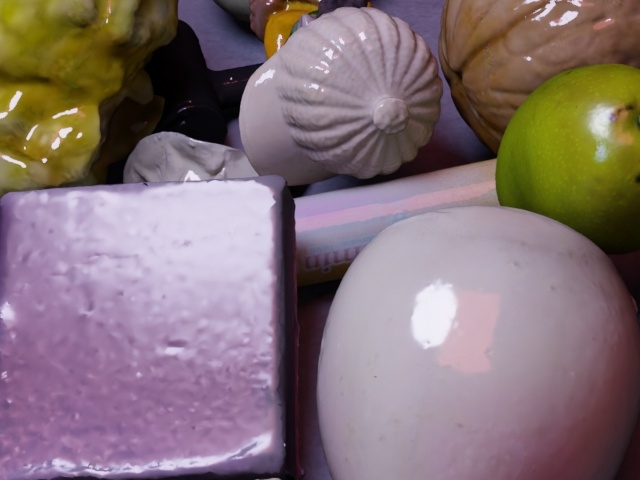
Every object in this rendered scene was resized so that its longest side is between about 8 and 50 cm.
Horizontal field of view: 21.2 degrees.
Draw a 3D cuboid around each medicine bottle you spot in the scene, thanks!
[{"bbox_3d":[0.000,0.000,1.744,0.426,0.108,0.108,-10,44,-3],"label":"medicine bottle"}]

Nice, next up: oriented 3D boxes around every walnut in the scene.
[{"bbox_3d":[0.283,-0.213,1.776,0.313,0.277,0.252,-16,46,-9],"label":"walnut"}]

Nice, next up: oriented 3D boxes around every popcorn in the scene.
[{"bbox_3d":[-0.299,-0.201,1.810,0.294,0.334,0.292,9,9,14],"label":"popcorn"}]

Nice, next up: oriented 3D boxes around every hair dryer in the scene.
[{"bbox_3d":[-0.087,-0.183,1.973,0.251,0.089,0.197,-9,41,-11],"label":"hair dryer"}]

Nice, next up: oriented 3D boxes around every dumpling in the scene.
[{"bbox_3d":[-0.121,-0.065,1.805,0.169,0.134,0.100,29,56,30],"label":"dumpling"}]

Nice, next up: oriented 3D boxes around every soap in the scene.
[{"bbox_3d":[-0.161,0.093,1.592,0.285,0.107,0.296,-2,71,9],"label":"soap"}]

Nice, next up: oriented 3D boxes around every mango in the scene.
[{"bbox_3d":[0.245,-0.071,1.565,0.143,0.293,0.175,-7,87,-17],"label":"mango"}]

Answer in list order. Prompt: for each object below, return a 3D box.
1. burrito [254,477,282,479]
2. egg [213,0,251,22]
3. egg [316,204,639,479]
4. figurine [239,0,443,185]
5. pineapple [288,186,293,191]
[{"bbox_3d":[-0.007,0.369,1.316,0.135,0.190,0.331,5,45,-15],"label":"burrito"},{"bbox_3d":[-0.043,-0.379,2.052,0.219,0.219,0.269,14,64,24],"label":"egg"},{"bbox_3d":[0.133,0.129,1.453,0.283,0.283,0.345,2,53,13],"label":"egg"},{"bbox_3d":[0.025,-0.201,1.802,0.204,0.185,0.332,-36,32,31],"label":"figurine"},{"bbox_3d":[-0.022,-0.087,1.878,0.058,0.058,0.124,30,43,34],"label":"pineapple"}]
